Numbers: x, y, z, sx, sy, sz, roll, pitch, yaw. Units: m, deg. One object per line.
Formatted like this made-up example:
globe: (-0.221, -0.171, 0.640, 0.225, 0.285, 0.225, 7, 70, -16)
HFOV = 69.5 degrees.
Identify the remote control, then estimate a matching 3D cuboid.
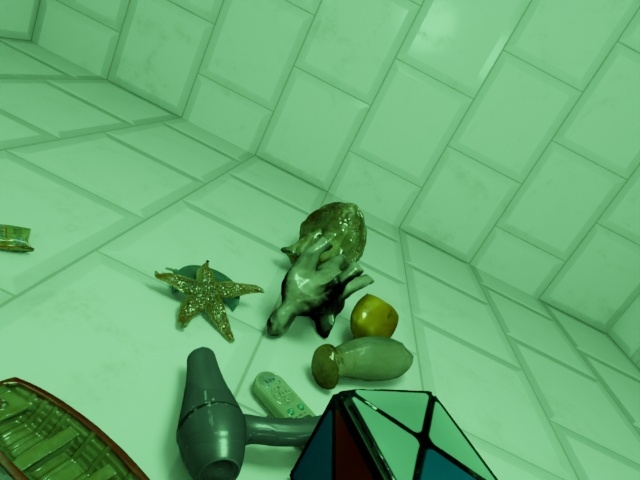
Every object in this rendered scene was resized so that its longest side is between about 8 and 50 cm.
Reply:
remote control: (-0.067, 0.371, 1.002, 0.221, 0.042, 0.078, 40, 22, 29)

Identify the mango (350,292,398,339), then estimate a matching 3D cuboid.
mango: (0.159, 0.247, 1.412, 0.126, 0.154, 0.252, 17, -3, 24)

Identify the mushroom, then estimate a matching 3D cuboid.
mushroom: (0.120, 0.323, 1.246, 0.350, 0.128, 0.128, 4, 30, -41)

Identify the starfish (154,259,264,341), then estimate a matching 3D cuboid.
starfish: (-0.280, 0.157, 1.194, 0.295, 0.048, 0.231, 12, 46, -29)

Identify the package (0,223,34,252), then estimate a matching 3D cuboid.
package: (-0.740, -0.010, 1.089, 0.108, 0.031, 0.120, 11, 20, -39)

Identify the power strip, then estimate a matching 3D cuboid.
power strip: (-0.327, 0.120, 1.280, 0.216, 0.044, 0.137, 22, 21, -18)

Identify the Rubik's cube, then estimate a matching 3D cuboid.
Rubik's cube: (0.124, 0.430, 0.799, 0.250, 0.248, 0.246, 14, 25, -32)

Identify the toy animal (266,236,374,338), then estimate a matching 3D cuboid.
toy animal: (-0.012, 0.164, 1.349, 0.194, 0.303, 0.344, 41, -1, 22)

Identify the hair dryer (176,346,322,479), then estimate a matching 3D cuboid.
hair dryer: (-0.102, 0.340, 0.909, 0.361, 0.121, 0.301, 15, 18, -24)

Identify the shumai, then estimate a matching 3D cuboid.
shumai: (0.000, 0.000, 1.640, 0.267, 0.314, 0.262, 49, 30, 18)

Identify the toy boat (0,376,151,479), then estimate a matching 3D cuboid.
toy boat: (-0.353, 0.337, 0.662, 0.392, 0.079, 0.136, 32, 18, 14)
